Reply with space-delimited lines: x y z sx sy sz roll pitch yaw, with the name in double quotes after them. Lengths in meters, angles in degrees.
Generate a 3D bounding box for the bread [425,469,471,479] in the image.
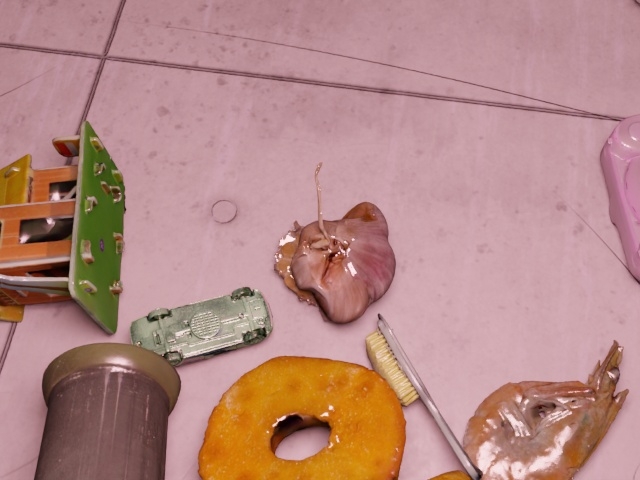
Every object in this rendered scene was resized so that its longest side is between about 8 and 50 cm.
0.150 0.415 1.016 0.270 0.195 0.143 -8 39 -45 "bread"

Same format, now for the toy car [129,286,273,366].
-0.187 0.146 1.232 0.224 0.076 0.090 -14 65 -13 "toy car"

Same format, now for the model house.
-0.500 -0.029 1.179 0.324 0.340 0.300 -6 64 3 "model house"

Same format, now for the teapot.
-0.295 0.345 1.039 0.201 0.270 0.337 0 41 -8 "teapot"

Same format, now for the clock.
0.654 -0.074 1.289 0.322 0.113 0.295 -4 66 -1 "clock"

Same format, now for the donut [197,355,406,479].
-0.017 0.303 1.101 0.303 0.110 0.302 -11 47 12 "donut"

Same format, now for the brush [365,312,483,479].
0.142 0.244 1.175 0.060 0.068 0.296 -34 59 4 "brush"

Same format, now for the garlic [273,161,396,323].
0.000 0.000 1.231 0.207 0.256 0.207 -26 28 15 "garlic"

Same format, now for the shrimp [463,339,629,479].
0.344 0.263 1.168 0.168 0.077 0.317 39 75 20 "shrimp"
